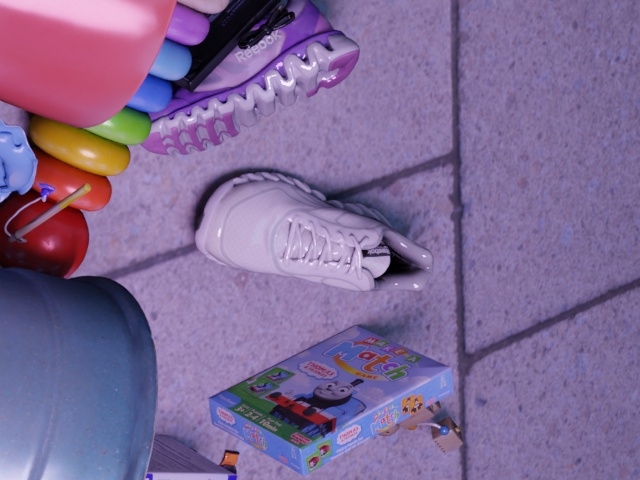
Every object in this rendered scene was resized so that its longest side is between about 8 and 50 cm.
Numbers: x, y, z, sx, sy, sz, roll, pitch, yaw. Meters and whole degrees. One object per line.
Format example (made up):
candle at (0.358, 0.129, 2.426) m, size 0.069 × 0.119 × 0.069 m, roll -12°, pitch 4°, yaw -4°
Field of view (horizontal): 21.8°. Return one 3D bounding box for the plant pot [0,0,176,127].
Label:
plant pot at (-0.274, -0.245, 1.333) m, size 0.243 × 0.275 × 0.275 m, roll 9°, pitch 100°, yaw -33°

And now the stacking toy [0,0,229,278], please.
stacking toy at (-0.209, -0.114, 1.524) m, size 0.141 × 0.141 × 0.330 m, roll 18°, pitch 101°, yaw -44°

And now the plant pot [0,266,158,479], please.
plant pot at (-0.367, 0.141, 1.350) m, size 0.334 × 0.341 × 0.341 m, roll 23°, pitch 90°, yaw -36°

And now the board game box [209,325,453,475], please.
board game box at (0.012, 0.168, 1.786) m, size 0.211 × 0.160 × 0.039 m, roll -24°, pitch 119°, yaw -33°

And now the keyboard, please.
keyboard at (-0.080, -0.214, 1.601) m, size 0.180 × 0.108 × 0.023 m, roll -48°, pitch 143°, yaw -17°

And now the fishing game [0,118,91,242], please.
fishing game at (-0.325, -0.086, 1.377) m, size 0.264 × 0.189 × 0.041 m, roll 26°, pitch 55°, yaw -25°

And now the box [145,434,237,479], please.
box at (-0.179, 0.247, 1.670) m, size 0.137 × 0.126 × 0.072 m, roll 8°, pitch 99°, yaw -42°

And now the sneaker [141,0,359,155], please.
sneaker at (-0.084, -0.168, 1.632) m, size 0.236 × 0.104 × 0.095 m, roll -27°, pitch 169°, yaw -10°

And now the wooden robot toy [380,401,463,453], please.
wooden robot toy at (0.092, 0.200, 1.951) m, size 0.079 × 0.076 × 0.173 m, roll -33°, pitch 134°, yaw 16°

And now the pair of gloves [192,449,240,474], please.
pair of gloves at (-0.125, 0.263, 1.804) m, size 0.083 × 0.010 × 0.074 m, roll 7°, pitch 100°, yaw -45°

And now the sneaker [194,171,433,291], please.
sneaker at (0.000, 0.000, 1.745) m, size 0.292 × 0.118 × 0.110 m, roll 9°, pitch 101°, yaw -41°
